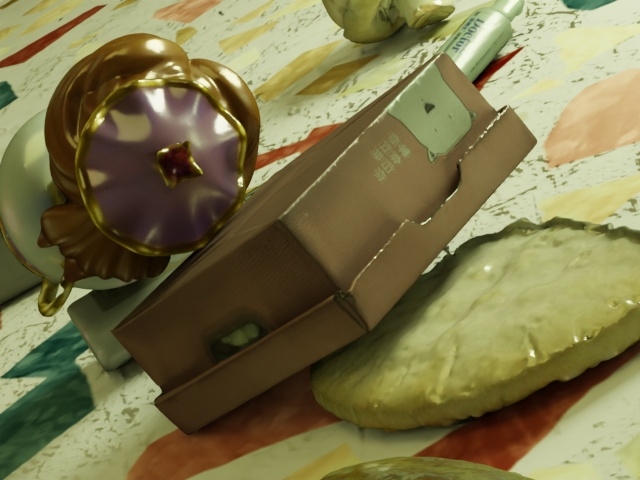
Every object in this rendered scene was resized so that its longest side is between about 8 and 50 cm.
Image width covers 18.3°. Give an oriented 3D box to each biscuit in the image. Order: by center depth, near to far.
[{"bbox_3d":[0.100,0.042,1.151,0.265,0.040,0.188,-17,24,34],"label":"biscuit"}]

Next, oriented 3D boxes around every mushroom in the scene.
[{"bbox_3d":[0.072,-0.242,1.798,0.154,0.122,0.154,-35,-18,-14],"label":"mushroom"}]

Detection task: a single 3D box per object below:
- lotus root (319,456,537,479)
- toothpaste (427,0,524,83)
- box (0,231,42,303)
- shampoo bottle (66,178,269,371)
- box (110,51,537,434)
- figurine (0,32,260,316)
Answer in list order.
[{"bbox_3d":[0.069,0.163,0.746,0.154,0.154,0.278,-38,20,-22],"label":"lotus root"},{"bbox_3d":[0.090,-0.122,1.579,0.067,0.037,0.255,-1,37,44],"label":"toothpaste"},{"bbox_3d":[-0.227,-0.030,1.698,0.244,0.103,0.055,-28,14,4],"label":"box"},{"bbox_3d":[-0.074,0.012,1.447,0.227,0.056,0.086,-32,16,-7],"label":"shampoo bottle"},{"bbox_3d":[0.000,0.000,1.247,0.215,0.086,0.215,-33,11,49],"label":"box"},{"bbox_3d":[-0.131,-0.044,1.328,0.263,0.142,0.189,-26,48,62],"label":"figurine"}]
